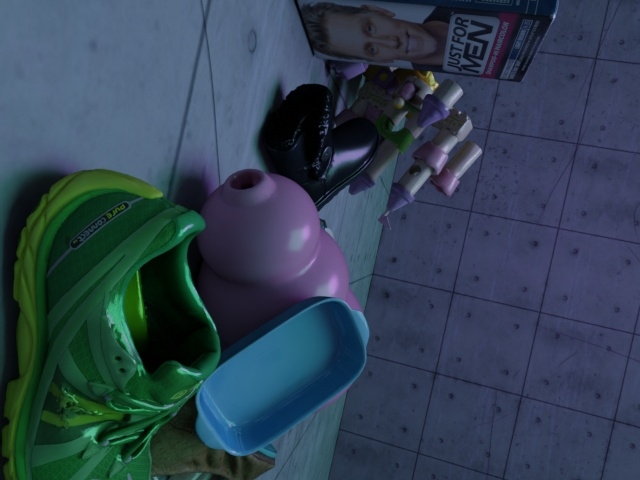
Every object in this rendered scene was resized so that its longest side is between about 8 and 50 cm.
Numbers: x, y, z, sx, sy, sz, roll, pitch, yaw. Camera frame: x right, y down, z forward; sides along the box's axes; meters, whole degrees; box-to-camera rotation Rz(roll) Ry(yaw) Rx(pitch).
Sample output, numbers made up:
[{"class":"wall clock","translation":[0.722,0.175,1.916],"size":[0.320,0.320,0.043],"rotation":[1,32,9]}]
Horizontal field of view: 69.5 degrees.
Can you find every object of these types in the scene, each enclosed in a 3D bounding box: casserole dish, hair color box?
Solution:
[{"class":"casserole dish","translation":[-0.037,0.125,0.449],"size":[0.188,0.037,0.114],"rotation":[-31,120,-17]},{"class":"hair color box","translation":[0.152,-0.343,0.692],"size":[0.174,0.346,0.105],"rotation":[44,59,-76]}]

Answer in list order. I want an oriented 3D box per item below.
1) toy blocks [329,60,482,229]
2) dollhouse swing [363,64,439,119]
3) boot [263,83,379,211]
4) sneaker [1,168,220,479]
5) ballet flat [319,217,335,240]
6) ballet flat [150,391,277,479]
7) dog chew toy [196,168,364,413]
[{"class":"toy blocks","translation":[0.126,-0.208,0.952],"size":[0.260,0.288,0.309],"rotation":[-48,149,4]},{"class":"dollhouse swing","translation":[0.247,-0.505,1.058],"size":[0.305,0.315,0.347],"rotation":[-43,169,3]},{"class":"boot","translation":[0.015,-0.169,0.744],"size":[0.246,0.094,0.207],"rotation":[-48,158,-20]},{"class":"sneaker","translation":[-0.140,0.103,0.328],"size":[0.109,0.123,0.296],"rotation":[-48,149,-68]},{"class":"ballet flat","translation":[0.000,0.000,1.021],"size":[0.188,0.070,0.070],"rotation":[63,41,-72]},{"class":"ballet flat","translation":[-0.142,0.259,0.557],"size":[0.124,0.116,0.342],"rotation":[-50,157,-22]},{"class":"dog chew toy","translation":[-0.052,0.065,0.554],"size":[0.207,0.206,0.332],"rotation":[-66,156,-43]}]
